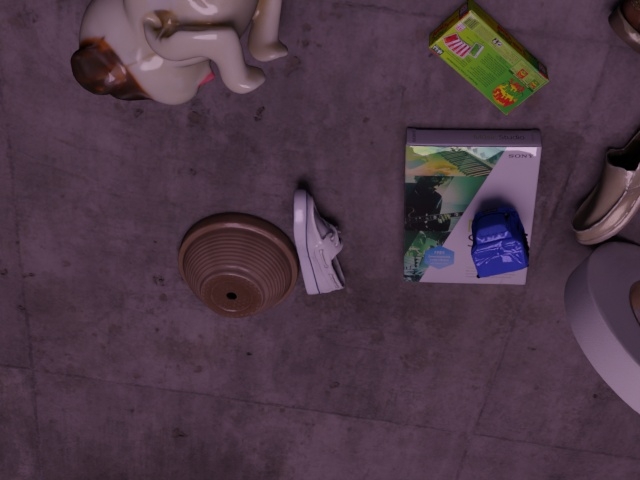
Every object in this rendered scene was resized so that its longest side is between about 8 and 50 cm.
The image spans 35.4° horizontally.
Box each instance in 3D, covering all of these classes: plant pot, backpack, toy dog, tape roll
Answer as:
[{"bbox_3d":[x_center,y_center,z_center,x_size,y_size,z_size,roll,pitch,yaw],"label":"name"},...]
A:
[{"bbox_3d":[-0.164,0.071,1.926,0.238,0.109,0.237,4,130,5],"label":"plant pot"},{"bbox_3d":[0.308,-0.009,1.725,0.098,0.120,0.101,-8,119,15],"label":"backpack"},{"bbox_3d":[-0.214,-0.364,1.453,0.396,0.284,0.408,26,130,-14],"label":"toy dog"},{"bbox_3d":[0.599,0.171,1.740,0.392,0.392,0.072,26,128,-15],"label":"tape roll"}]

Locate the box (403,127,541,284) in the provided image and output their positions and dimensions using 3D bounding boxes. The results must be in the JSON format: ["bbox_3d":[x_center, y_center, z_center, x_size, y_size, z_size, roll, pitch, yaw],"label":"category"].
[{"bbox_3d":[0.266,-0.055,1.803,0.232,0.058,0.322,1,129,5],"label":"box"}]

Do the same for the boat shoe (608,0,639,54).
[{"bbox_3d":[0.591,-0.287,1.533,0.307,0.110,0.104,28,129,-17],"label":"boat shoe"}]

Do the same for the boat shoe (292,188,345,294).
[{"bbox_3d":[0.000,0.000,1.869,0.084,0.095,0.258,-5,140,5],"label":"boat shoe"}]

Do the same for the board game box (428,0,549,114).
[{"bbox_3d":[0.270,-0.293,1.609,0.181,0.043,0.092,36,125,-22],"label":"board game box"}]

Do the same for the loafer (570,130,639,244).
[{"bbox_3d":[0.515,-0.106,1.711,0.092,0.102,0.268,30,118,-17],"label":"loafer"}]
